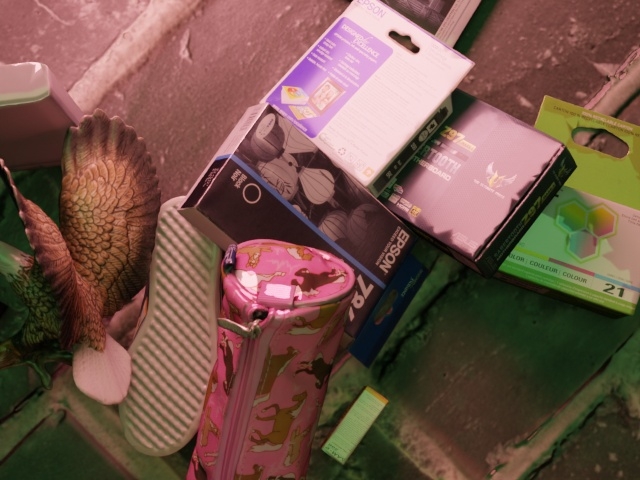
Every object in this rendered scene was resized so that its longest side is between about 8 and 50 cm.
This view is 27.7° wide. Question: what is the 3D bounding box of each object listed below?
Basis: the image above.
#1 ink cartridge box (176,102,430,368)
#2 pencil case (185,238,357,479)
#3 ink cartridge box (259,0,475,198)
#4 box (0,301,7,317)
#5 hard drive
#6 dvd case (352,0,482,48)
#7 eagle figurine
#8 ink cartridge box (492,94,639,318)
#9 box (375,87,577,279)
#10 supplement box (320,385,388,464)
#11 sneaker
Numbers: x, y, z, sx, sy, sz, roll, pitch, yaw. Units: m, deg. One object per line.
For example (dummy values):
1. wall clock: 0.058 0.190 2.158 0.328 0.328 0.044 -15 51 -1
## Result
1. ink cartridge box: 0.000 0.000 1.585 0.333 0.065 0.165 40 70 -22
2. pencil case: -0.071 0.191 1.501 0.167 0.160 0.386 -2 120 -28
3. ink cartridge box: 0.062 -0.190 1.659 0.206 0.045 0.208 40 87 29
4. box: -0.557 0.150 1.499 0.179 0.343 0.312 32 84 4
5. hard drive: -0.401 -0.132 1.528 0.233 0.353 0.047 -7 83 -2
6. dvd case: 0.113 -0.380 1.728 0.239 0.029 0.179 31 83 2
7. eagle figurine: -0.297 0.029 1.485 0.225 0.226 0.298 10 126 -29
8. ink cartridge box: 0.339 -0.050 1.659 0.189 0.097 0.255 19 84 2
9. box: 0.174 -0.083 1.622 0.233 0.059 0.183 35 83 37
10. supplement box: 0.042 0.232 1.638 0.036 0.062 0.098 36 83 2
11. sneaker: -0.170 0.105 1.623 0.126 0.127 0.321 11 92 3
